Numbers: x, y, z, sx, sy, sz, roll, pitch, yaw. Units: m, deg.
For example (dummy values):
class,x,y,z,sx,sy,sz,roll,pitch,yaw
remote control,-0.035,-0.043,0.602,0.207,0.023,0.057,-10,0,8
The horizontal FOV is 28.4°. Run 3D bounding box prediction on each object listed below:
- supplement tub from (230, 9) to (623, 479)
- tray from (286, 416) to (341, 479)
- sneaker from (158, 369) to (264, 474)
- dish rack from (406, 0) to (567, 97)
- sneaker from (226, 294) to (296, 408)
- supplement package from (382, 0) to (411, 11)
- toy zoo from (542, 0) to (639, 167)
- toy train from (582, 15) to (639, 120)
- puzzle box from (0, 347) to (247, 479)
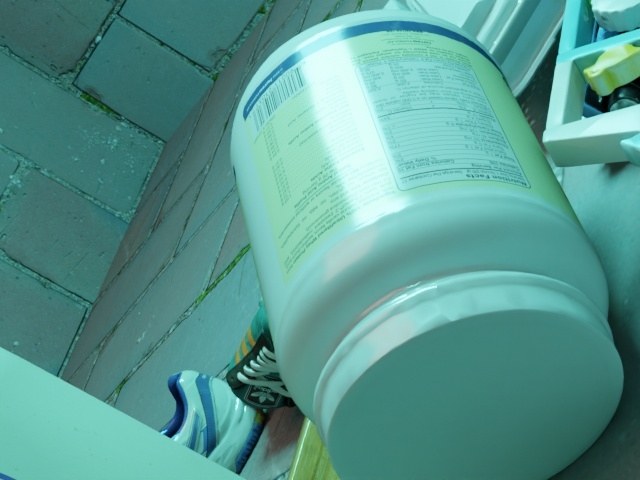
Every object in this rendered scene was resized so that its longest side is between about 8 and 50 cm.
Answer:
class,x,y,z,sx,sy,sz,roll,pitch,yaw
supplement tub,0.069,0.007,0.925,0.235,0.235,0.325,-51,35,29
tray,0.070,0.121,1.122,0.203,0.076,0.411,-43,22,45
sneaker,-0.187,0.296,1.500,0.296,0.131,0.112,-65,18,-16
dish rack,0.189,-0.322,1.215,0.333,0.072,0.285,-60,25,21
sneaker,-0.039,0.129,1.384,0.302,0.108,0.121,124,168,-79
supplement package,0.107,-0.160,1.422,0.139,0.134,0.244,-54,15,17
toy zoo,0.267,-0.151,0.925,0.192,0.030,0.293,-13,41,29
toy train,0.251,-0.151,1.066,0.105,0.080,0.184,-55,14,48
puzzle box,-0.116,0.253,0.814,0.052,0.409,0.272,-47,18,39
